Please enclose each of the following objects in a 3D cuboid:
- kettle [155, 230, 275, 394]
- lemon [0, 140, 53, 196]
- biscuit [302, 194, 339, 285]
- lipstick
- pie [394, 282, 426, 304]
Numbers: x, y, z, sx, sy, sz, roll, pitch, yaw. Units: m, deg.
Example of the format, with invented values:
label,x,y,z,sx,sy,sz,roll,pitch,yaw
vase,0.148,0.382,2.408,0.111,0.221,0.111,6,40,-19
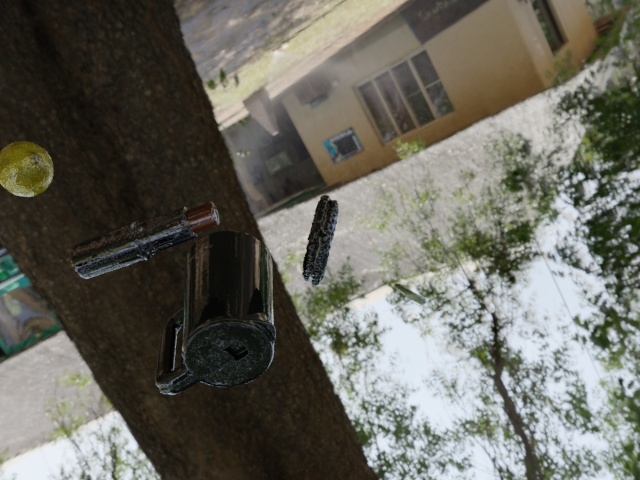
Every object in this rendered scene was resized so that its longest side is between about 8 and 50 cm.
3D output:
label,x,y,z,sx,sy,sz,roll,pitch,yaw
kettle,-0.226,0.146,1.238,0.262,0.203,0.308,-7,-147,-4
lemon,-0.606,-0.145,1.199,0.109,0.109,0.133,-39,176,-41
biscuit,0.000,0.000,1.232,0.053,0.195,0.194,14,-164,1
lipstick,-0.339,-0.004,1.140,0.299,0.081,0.081,-19,-168,3
pie,0.207,0.125,1.354,0.021,0.084,0.084,-59,-167,0
